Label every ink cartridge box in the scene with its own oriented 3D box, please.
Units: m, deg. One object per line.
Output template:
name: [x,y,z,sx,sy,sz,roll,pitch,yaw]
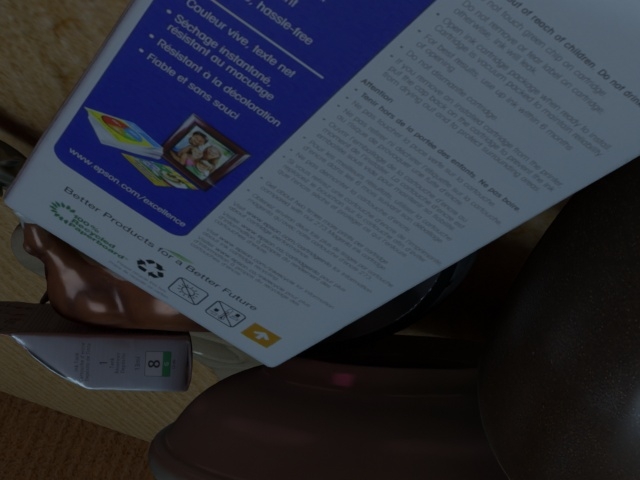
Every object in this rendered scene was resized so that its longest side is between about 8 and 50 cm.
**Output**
ink cartridge box: [-0.231,0.092,0.895,0.224,0.056,0.181,1,-176,-10]
ink cartridge box: [0.005,-0.061,0.412,0.175,0.069,0.371,34,145,-16]

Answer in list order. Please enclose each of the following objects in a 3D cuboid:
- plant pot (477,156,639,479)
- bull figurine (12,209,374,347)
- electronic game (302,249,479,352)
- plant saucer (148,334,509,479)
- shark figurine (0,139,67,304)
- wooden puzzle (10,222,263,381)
plant pot: [0.201,0.029,0.522,0.215,0.215,0.230,16,146,13]
bull figurine: [-0.086,0.010,0.796,0.310,0.101,0.188,-4,134,8]
electronic game: [0.000,0.000,0.688,0.229,0.048,0.229,-4,134,-4]
plant saucer: [0.062,0.138,0.819,0.400,0.101,0.400,2,-178,0]
shark figurine: [-0.320,-0.065,0.907,0.278,0.166,0.116,26,-176,-42]
wooden puzzle: [-0.125,0.061,1.072,0.348,0.081,0.322,39,153,-30]
